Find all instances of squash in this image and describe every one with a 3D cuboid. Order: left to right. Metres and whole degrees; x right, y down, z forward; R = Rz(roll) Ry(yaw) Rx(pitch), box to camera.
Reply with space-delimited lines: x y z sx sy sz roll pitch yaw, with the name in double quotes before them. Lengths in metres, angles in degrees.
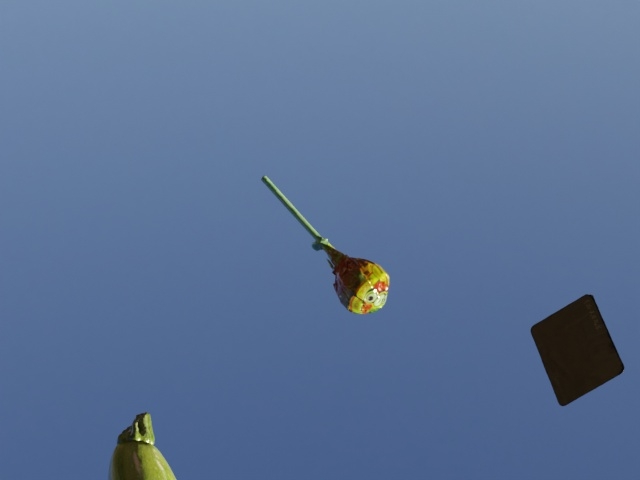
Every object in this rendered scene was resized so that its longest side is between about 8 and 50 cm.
"squash" -0.261 0.306 2.099 0.105 0.105 0.132 -5 -122 -23

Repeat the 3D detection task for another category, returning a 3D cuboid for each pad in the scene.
"pad" 0.377 0.160 2.213 0.112 0.003 0.157 -33 -135 17

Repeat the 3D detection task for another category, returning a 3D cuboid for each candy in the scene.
"candy" 0.000 0.000 1.624 0.060 0.060 0.201 -20 -120 -47
